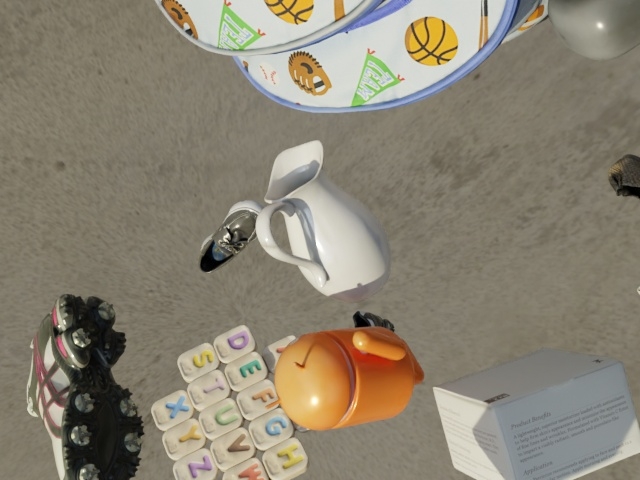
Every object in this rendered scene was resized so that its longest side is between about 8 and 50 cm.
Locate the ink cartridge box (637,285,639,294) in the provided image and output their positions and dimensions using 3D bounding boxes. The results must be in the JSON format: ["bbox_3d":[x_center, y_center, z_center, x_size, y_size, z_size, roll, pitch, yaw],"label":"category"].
[{"bbox_3d":[0.458,0.082,0.910,0.154,0.093,0.212,-43,108,-12],"label":"ink cartridge box"}]

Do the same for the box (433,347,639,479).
[{"bbox_3d":[0.267,0.222,1.096,0.181,0.182,0.119,-16,93,-16],"label":"box"}]

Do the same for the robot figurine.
[{"bbox_3d":[0.034,0.175,1.129,0.219,0.158,0.128,-1,87,-40],"label":"robot figurine"}]

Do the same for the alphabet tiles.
[{"bbox_3d":[-0.133,0.282,1.449,0.278,0.021,0.284,-25,59,-5],"label":"alphabet tiles"}]

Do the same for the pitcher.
[{"bbox_3d":[0.000,0.000,1.146,0.207,0.125,0.177,56,44,-28],"label":"pitcher"}]

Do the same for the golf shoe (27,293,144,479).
[{"bbox_3d":[-0.285,0.198,1.032,0.120,0.105,0.273,-36,51,29],"label":"golf shoe"}]

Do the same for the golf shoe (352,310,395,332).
[{"bbox_3d":[0.083,0.219,1.598,0.094,0.077,0.198,35,40,-34],"label":"golf shoe"}]

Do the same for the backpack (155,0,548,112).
[{"bbox_3d":[0.016,-0.205,0.482,0.213,0.276,0.263,-45,117,-36],"label":"backpack"}]

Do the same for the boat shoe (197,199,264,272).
[{"bbox_3d":[-0.183,0.000,1.743,0.080,0.228,0.076,36,49,-19],"label":"boat shoe"}]

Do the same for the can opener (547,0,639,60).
[{"bbox_3d":[0.193,-0.181,0.329,0.283,0.095,0.076,-35,119,6],"label":"can opener"}]

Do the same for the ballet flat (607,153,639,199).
[{"bbox_3d":[0.524,-0.054,1.270,0.058,0.084,0.250,-39,48,-16],"label":"ballet flat"}]
